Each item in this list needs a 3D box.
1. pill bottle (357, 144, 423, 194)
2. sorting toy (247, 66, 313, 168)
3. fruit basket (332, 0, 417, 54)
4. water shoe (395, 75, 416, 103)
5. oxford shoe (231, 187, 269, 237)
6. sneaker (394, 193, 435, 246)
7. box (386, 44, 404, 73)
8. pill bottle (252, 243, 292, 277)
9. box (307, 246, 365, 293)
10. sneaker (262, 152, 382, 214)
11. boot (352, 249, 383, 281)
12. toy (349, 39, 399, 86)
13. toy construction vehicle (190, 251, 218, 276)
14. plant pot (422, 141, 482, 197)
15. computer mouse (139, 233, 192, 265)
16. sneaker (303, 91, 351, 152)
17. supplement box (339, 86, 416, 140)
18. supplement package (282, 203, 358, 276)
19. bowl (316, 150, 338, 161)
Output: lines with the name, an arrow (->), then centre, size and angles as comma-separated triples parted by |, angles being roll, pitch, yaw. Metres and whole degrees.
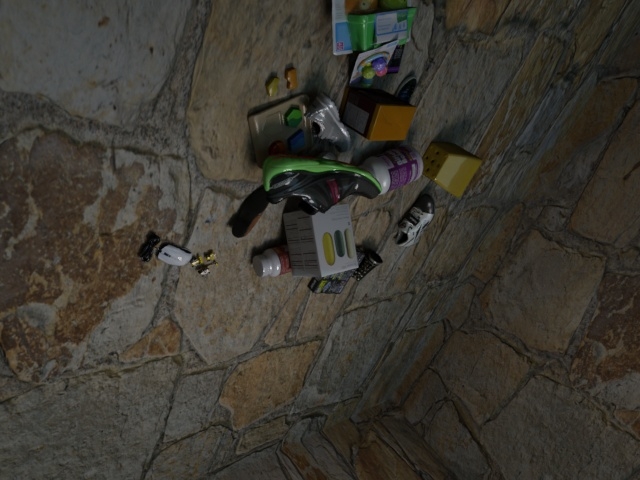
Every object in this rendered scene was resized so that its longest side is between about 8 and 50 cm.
pill bottle -> 0.281, -0.295, 1.795 | 0.302, 0.169, 0.169 | -25, 138, -28
sorting toy -> -0.128, -0.402, 1.401 | 0.229, 0.041, 0.307 | -29, 140, -22
fruit basket -> 0.172, -0.765, 1.256 | 0.327, 0.165, 0.352 | -23, 135, -28
water shoe -> 0.337, -0.557, 1.677 | 0.073, 0.080, 0.203 | 17, 111, -51
oxford shoe -> -0.252, -0.104, 1.555 | 0.212, 0.076, 0.076 | -53, 173, 5
sneaker -> 0.498, -0.095, 2.235 | 0.146, 0.122, 0.330 | -12, 131, -40
box -> 0.252, -0.689, 1.515 | 0.116, 0.029, 0.162 | -18, 137, -32
pill bottle -> -0.168, 0.082, 1.749 | 0.216, 0.121, 0.121 | -16, 134, -35
box -> 0.082, 0.148, 2.109 | 0.216, 0.060, 0.269 | 10, 117, -48
sneaker -> 0.006, -0.193, 1.514 | 0.484, 0.185, 0.202 | 2, 108, -30
boot -> 0.235, 0.142, 2.170 | 0.178, 0.085, 0.236 | -49, 178, 10
toy -> 0.180, -0.573, 1.401 | 0.137, 0.056, 0.237 | -23, -177, -5
toy construction vehicle -> -0.437, 0.085, 1.568 | 0.098, 0.035, 0.085 | -30, 130, -25
plant pot -> 0.606, -0.363, 2.037 | 0.187, 0.212, 0.212 | 9, 118, -34
computer mouse -> -0.517, 0.048, 1.441 | 0.106, 0.042, 0.193 | -54, 143, 9
sneaker -> 0.020, -0.404, 1.500 | 0.115, 0.105, 0.281 | -37, 146, 3
supplement box -> 0.204, -0.467, 1.536 | 0.192, 0.194, 0.129 | -12, 132, -37
supplement package -> 0.000, 0.000, 1.677 | 0.200, 0.198, 0.262 | -11, 94, -38
bowl -> 0.004, -0.276, 1.639 | 0.142, 0.053, 0.142 | -47, 144, 0
